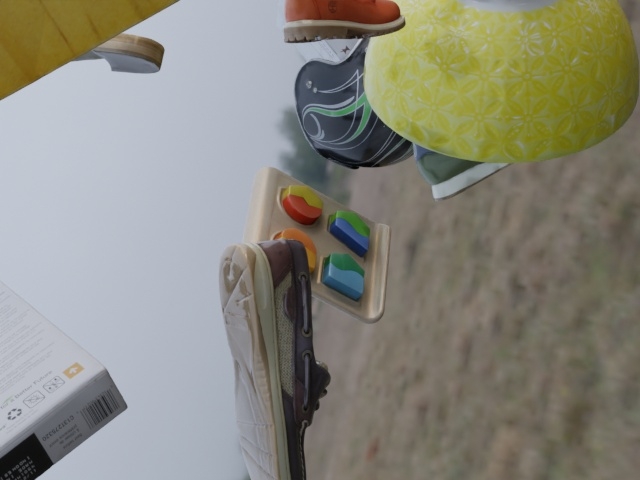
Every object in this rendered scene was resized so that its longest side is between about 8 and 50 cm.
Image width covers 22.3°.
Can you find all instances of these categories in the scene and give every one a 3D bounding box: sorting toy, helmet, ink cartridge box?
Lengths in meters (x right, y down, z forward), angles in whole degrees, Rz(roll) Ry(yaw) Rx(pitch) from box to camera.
[{"bbox_3d":[0.000,0.000,2.175,0.038,0.208,0.193,-52,20,39],"label":"sorting toy"},{"bbox_3d":[0.068,-0.173,1.957,0.169,0.161,0.169,18,-112,-50],"label":"helmet"},{"bbox_3d":[-0.364,0.130,1.668,0.176,0.371,0.069,-38,-50,-19],"label":"ink cartridge box"}]

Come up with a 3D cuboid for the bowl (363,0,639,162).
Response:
[{"bbox_3d":[0.186,-0.224,1.645,0.289,0.289,0.156,-79,-10,-49],"label":"bowl"}]

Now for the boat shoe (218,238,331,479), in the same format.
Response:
[{"bbox_3d":[-0.035,0.136,1.613,0.103,0.092,0.285,13,113,64],"label":"boat shoe"}]

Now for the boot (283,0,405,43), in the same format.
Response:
[{"bbox_3d":[0.024,-0.226,1.501,0.158,0.059,0.085,-9,-86,-52],"label":"boot"}]

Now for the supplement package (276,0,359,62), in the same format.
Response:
[{"bbox_3d":[0.032,-0.319,2.288,0.134,0.139,0.244,-41,-1,-5],"label":"supplement package"}]

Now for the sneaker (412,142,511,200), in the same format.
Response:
[{"bbox_3d":[0.182,-0.122,1.683,0.086,0.192,0.064,59,-171,-6],"label":"sneaker"}]

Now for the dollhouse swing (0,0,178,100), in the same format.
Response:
[{"bbox_3d":[-0.240,-0.316,1.227,0.315,0.347,0.305,59,-172,-20],"label":"dollhouse swing"}]

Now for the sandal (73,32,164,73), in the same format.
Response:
[{"bbox_3d":[-0.271,-0.230,1.690,0.088,0.240,0.079,54,-134,-72],"label":"sandal"}]
